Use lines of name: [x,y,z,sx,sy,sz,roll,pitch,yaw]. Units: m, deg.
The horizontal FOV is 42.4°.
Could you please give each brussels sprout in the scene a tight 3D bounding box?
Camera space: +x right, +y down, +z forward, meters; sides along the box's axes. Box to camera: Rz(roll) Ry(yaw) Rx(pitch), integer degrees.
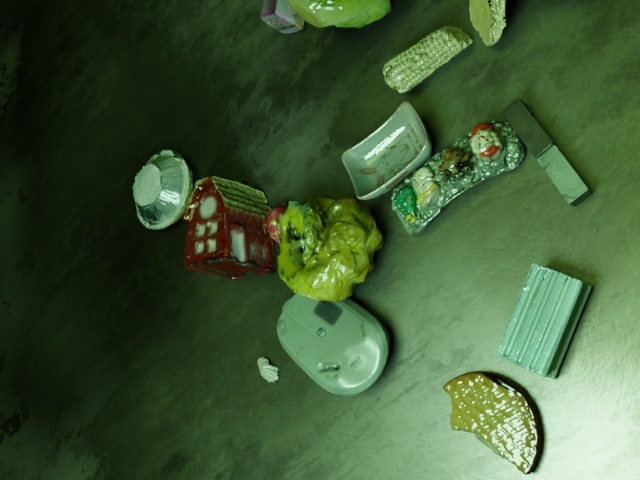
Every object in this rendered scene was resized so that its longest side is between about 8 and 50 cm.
brussels sprout: [0.056,-0.632,1.981,0.294,0.227,0.259,-43,45,-8]

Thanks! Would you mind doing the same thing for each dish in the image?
dish: [0.162,-0.190,1.860,0.212,0.077,0.151,-39,49,24]

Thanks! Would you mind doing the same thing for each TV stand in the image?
TV stand: [0.454,-0.180,1.662,0.049,0.040,0.256,-41,57,22]

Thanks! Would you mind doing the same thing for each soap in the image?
soap: [0.428,0.155,1.582,0.114,0.063,0.198,25,94,41]

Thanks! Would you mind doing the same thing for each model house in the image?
model house: [-0.229,-0.042,2.063,0.160,0.196,0.254,-16,68,36]

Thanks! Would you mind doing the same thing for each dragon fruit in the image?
dragon fruit: [-0.094,-0.050,2.034,0.086,0.081,0.116,-14,41,40]

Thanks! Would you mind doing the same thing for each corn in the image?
corn: [0.235,-0.416,1.865,0.211,0.087,0.087,-34,60,28]

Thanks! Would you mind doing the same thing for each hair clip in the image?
hair clip: [0.273,-0.145,1.762,0.321,0.091,0.138,-37,56,24]

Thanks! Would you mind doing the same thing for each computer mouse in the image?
computer mouse: [0.029,0.221,1.860,0.197,0.095,0.331,-51,43,-2]

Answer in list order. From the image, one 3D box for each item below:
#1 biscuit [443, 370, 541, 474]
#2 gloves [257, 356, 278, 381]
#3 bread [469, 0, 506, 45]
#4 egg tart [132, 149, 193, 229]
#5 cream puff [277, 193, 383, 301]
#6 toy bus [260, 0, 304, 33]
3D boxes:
biscuit: [0.342,0.358,1.620,0.176,0.031,0.228,-33,62,28]
gloves: [-0.132,0.313,2.003,0.081,0.037,0.044,36,137,33]
bread: [0.349,-0.548,1.738,0.039,0.251,0.182,-11,48,-4]
egg tart: [-0.459,-0.145,2.334,0.234,0.094,0.234,-9,75,37]
cream puff: [-0.001,0.002,1.854,0.282,0.185,0.282,-18,51,24]
toy bus: [-0.079,-0.692,2.168,0.090,0.112,0.274,-1,78,46]
